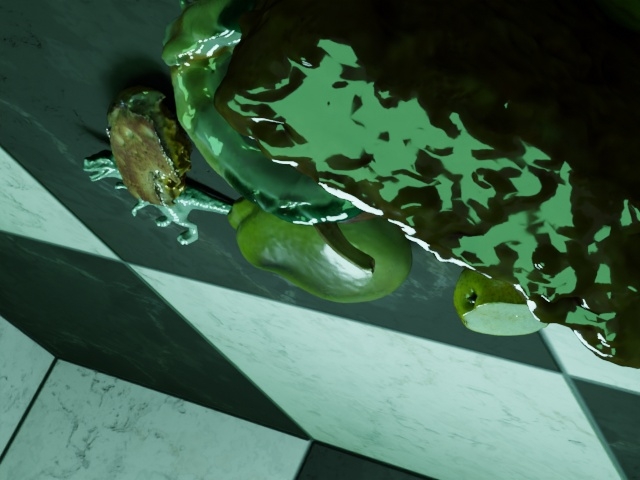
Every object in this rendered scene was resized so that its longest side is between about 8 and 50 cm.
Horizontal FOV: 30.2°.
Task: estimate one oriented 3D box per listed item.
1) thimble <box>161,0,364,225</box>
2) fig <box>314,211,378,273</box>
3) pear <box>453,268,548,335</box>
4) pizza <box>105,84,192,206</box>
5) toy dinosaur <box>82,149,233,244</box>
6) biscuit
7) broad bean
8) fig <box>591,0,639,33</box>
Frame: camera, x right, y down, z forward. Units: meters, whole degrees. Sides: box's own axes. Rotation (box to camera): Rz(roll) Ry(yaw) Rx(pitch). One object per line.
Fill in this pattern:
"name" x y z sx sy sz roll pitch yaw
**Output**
"thimble" -0.015 -0.159 1.193 0.288 0.167 0.254 33 139 18
"fig" 0.023 -0.079 1.382 0.175 0.207 0.175 23 161 8
"pear" 0.252 0.066 1.623 0.141 0.104 0.141 0 157 0
"pizza" -0.241 -0.140 1.723 0.161 0.086 0.305 47 158 5
"toy dinosaur" -0.211 -0.040 1.945 0.383 0.076 0.129 20 140 -6
"biscuit" 0.140 -0.133 0.920 0.395 0.342 0.166 30 129 -13
"broad bean" 0.000 -0.001 1.735 0.291 0.119 0.238 10 146 31
"fig" 0.308 -0.215 0.866 0.259 0.151 0.151 6 166 -20
